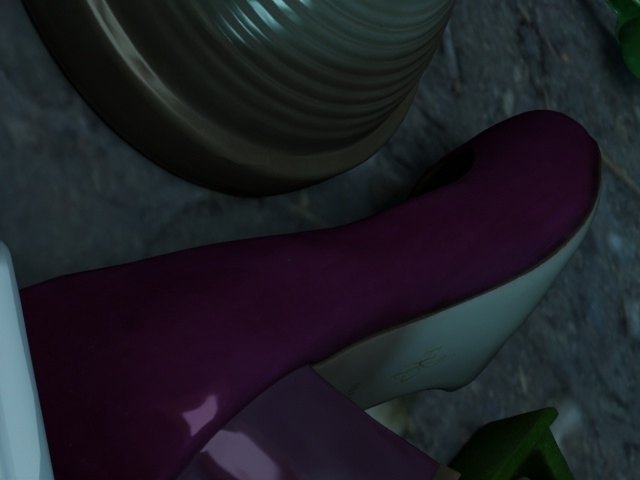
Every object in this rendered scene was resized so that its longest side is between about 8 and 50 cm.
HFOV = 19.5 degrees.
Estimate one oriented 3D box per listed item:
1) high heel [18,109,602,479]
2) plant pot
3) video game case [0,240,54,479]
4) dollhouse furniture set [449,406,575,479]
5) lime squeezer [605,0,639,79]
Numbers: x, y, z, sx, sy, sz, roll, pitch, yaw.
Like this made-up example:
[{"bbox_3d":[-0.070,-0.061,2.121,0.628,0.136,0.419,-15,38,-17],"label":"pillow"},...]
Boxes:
[{"bbox_3d":[0.000,0.000,0.762,0.181,0.127,0.377,34,30,2],"label":"high heel"},{"bbox_3d":[-0.013,-0.145,0.784,0.237,0.110,0.237,19,63,-42],"label":"plant pot"},{"bbox_3d":[-0.109,0.159,0.494,0.025,0.204,0.285,-6,81,-35],"label":"video game case"},{"bbox_3d":[0.109,0.196,0.729,0.301,0.198,0.151,-42,110,-48],"label":"dollhouse furniture set"},{"bbox_3d":[0.184,-0.075,1.036,0.110,0.059,0.310,-25,98,-19],"label":"lime squeezer"}]
